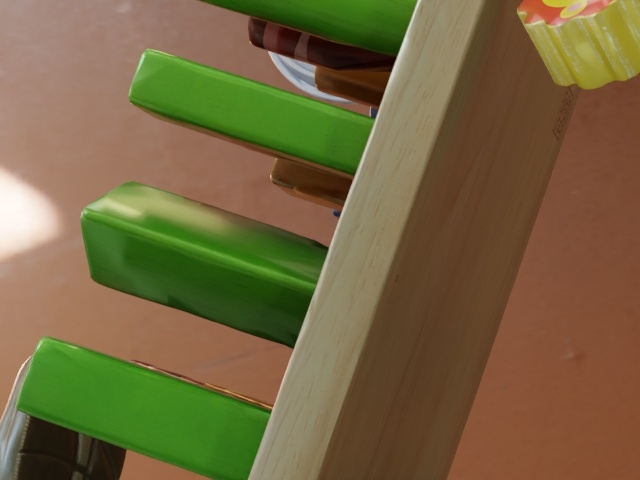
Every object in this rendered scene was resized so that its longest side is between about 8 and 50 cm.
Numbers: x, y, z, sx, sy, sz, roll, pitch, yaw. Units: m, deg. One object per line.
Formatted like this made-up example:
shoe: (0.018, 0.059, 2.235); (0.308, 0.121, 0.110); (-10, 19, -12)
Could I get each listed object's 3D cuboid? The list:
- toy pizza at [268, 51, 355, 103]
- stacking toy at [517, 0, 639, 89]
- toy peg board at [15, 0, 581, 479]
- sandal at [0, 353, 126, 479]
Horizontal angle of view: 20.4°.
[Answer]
toy pizza: (0.055, -0.137, 0.684); (0.201, 0.032, 0.201); (-29, 45, 33)
stacking toy: (0.167, -0.051, 0.413); (0.221, 0.167, 0.052); (-39, 25, -10)
toy peg board: (0.000, 0.000, 0.457); (0.079, 0.160, 0.161); (19, 85, 15)
sandal: (-0.147, 0.139, 0.800); (0.060, 0.090, 0.219); (-18, 42, 29)
